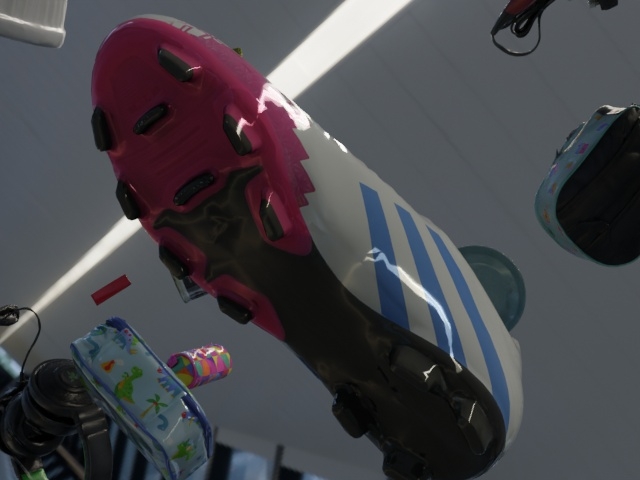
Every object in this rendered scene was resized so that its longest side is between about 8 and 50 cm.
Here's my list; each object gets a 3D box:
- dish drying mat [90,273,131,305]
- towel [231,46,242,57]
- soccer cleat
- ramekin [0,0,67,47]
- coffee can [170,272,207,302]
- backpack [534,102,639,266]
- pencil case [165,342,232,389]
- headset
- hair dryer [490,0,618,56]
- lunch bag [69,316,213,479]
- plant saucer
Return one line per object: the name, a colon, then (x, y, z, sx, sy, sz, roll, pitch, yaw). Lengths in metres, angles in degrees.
dish drying mat: (-0.438, 0.103, 1.736, 0.032, 0.083, 0.008, 49, -15, 33)
towel: (-0.233, -0.358, 2.027, 0.021, 0.102, 0.237, 58, 25, -72)
soccer cleat: (0.000, 0.000, 0.506, 0.116, 0.143, 0.331, -37, -84, 32)
ramekin: (-0.449, -0.353, 1.063, 0.272, 0.127, 0.273, 21, 13, -5)
coffee can: (-0.139, -0.033, 1.435, 0.201, 0.275, 0.202, 160, -90, -84)
backpack: (0.372, -0.063, 1.075, 0.166, 0.188, 0.144, 39, -5, -14)
pencil case: (-0.308, 0.318, 2.086, 0.104, 0.104, 0.236, 40, 8, 12)
headset: (-0.502, 0.295, 1.438, 0.243, 0.185, 0.394, -35, -109, 35)
hair dryer: (0.362, -0.414, 1.286, 0.293, 0.223, 0.080, 55, 8, -50)
lunch bag: (-0.238, 0.217, 1.112, 0.219, 0.090, 0.176, 40, -29, 23)
plant saucer: (0.306, 0.105, 1.633, 0.195, 0.195, 0.037, 41, 12, 8)
